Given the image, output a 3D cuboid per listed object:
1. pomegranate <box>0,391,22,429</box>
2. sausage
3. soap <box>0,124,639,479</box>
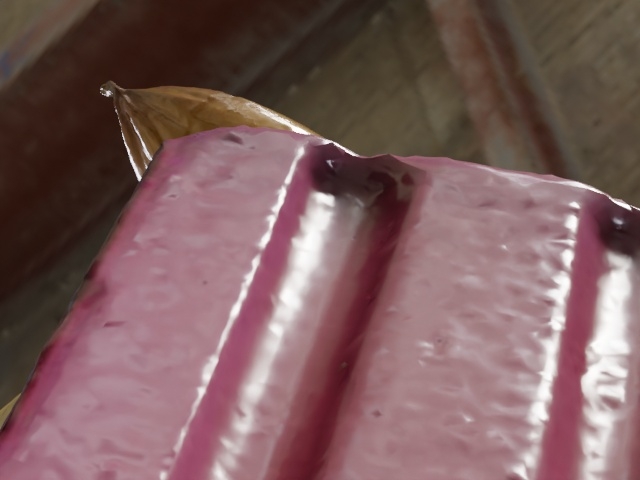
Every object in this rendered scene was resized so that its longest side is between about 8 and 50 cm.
[{"bbox_3d":[-0.039,0.159,0.742,0.260,0.260,0.260,-31,-141,29],"label":"pomegranate"},{"bbox_3d":[0.002,-0.004,1.126,0.112,0.328,0.112,-57,-174,9],"label":"sausage"},{"bbox_3d":[0.020,0.118,0.481,0.233,0.128,0.359,10,-144,8],"label":"soap"}]
